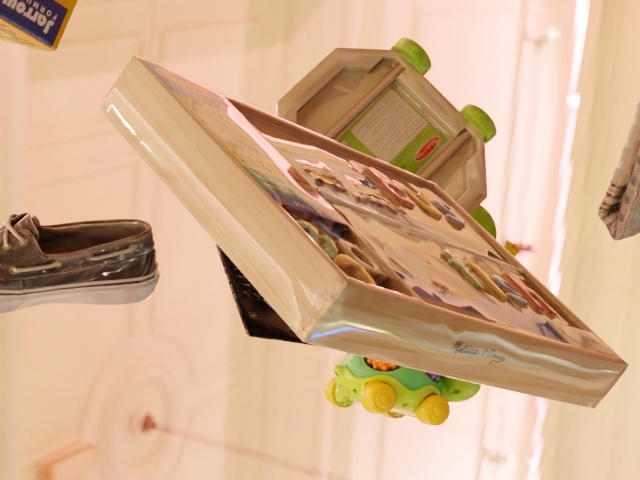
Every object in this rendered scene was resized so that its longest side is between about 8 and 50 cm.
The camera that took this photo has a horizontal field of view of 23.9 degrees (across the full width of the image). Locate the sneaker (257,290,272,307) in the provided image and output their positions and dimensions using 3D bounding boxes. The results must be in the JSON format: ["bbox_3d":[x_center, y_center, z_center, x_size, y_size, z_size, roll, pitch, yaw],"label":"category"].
[{"bbox_3d":[0.042,-0.011,1.580,0.271,0.100,0.108,-43,-13,-52],"label":"sneaker"}]

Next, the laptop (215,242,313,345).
[{"bbox_3d":[0.000,0.000,1.936,0.234,0.264,0.136,10,-51,-31],"label":"laptop"}]

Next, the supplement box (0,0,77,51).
[{"bbox_3d":[-0.342,-0.414,1.637,0.194,0.195,0.356,29,-99,-50],"label":"supplement box"}]

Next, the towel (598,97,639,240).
[{"bbox_3d":[0.314,-0.170,0.932,0.312,0.056,0.324,-21,-40,-27],"label":"towel"}]

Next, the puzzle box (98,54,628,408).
[{"bbox_3d":[0.046,0.003,1.162,0.409,0.272,0.052,18,-67,-52],"label":"puzzle box"}]

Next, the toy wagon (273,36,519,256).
[{"bbox_3d":[0.099,-0.078,1.876,0.267,0.344,0.068,-44,-2,-17],"label":"toy wagon"}]

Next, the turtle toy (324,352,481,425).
[{"bbox_3d":[0.069,0.111,1.211,0.130,0.095,0.066,14,-97,-23],"label":"turtle toy"}]

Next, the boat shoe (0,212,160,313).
[{"bbox_3d":[-0.375,0.016,1.952,0.121,0.335,0.119,-117,27,-57],"label":"boat shoe"}]
